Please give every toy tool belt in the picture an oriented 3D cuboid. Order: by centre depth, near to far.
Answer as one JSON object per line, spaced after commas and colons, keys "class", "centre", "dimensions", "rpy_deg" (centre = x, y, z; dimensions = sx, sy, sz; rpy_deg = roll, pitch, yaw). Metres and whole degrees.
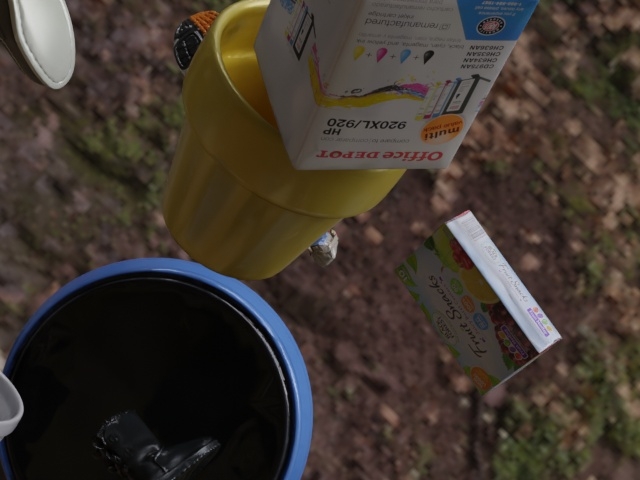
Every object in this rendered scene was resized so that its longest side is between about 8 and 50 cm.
{"class": "toy tool belt", "centre": [0.000, 0.000, 2.170], "dimensions": [0.051, 0.052, 0.083], "rpy_deg": [36, 32, -19]}

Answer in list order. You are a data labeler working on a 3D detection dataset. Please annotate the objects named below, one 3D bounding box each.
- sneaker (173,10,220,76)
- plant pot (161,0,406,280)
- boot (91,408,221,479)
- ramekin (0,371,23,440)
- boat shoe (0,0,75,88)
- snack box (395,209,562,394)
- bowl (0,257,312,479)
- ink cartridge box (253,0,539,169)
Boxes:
{"class": "sneaker", "centre": [-0.135, -0.216, 2.025], "dimensions": [0.262, 0.099, 0.121], "rpy_deg": [63, -3, 24]}
{"class": "plant pot", "centre": [-0.051, -0.091, 1.492], "dimensions": [0.254, 0.239, 0.254], "rpy_deg": [20, 41, -18]}
{"class": "boot", "centre": [-0.179, 0.220, 1.480], "dimensions": [0.099, 0.045, 0.121], "rpy_deg": [43, 46, 17]}
{"class": "ramekin", "centre": [-0.437, 0.176, 1.483], "dimensions": [0.207, 0.109, 0.207], "rpy_deg": [34, 7, -5]}
{"class": "boat shoe", "centre": [-0.438, -0.349, 1.923], "dimensions": [0.091, 0.109, 0.305], "rpy_deg": [0, -54, 32]}
{"class": "snack box", "centre": [0.139, 0.057, 1.236], "dimensions": [0.141, 0.037, 0.100], "rpy_deg": [55, -35, 11]}
{"class": "bowl", "centre": [-0.205, 0.215, 1.667], "dimensions": [0.391, 0.391, 0.077], "rpy_deg": [44, 0, 3]}
{"class": "ink cartridge box", "centre": [0.062, -0.200, 1.281], "dimensions": [0.171, 0.232, 0.168], "rpy_deg": [-1, 53, -22]}
